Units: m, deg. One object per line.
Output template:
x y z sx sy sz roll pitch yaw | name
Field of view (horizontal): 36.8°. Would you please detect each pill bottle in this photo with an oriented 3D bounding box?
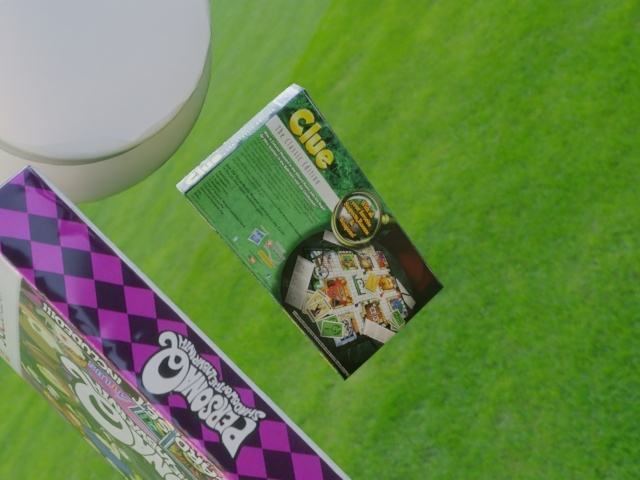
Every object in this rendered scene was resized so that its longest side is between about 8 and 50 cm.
-0.158 -0.104 0.555 0.169 0.169 0.301 -52 17 -11 | pill bottle

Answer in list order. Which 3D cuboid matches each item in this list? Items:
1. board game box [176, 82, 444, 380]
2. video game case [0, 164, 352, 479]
0.000 0.000 0.866 0.136 0.259 0.030 -41 32 -5 | board game box
-0.072 0.093 0.461 0.042 0.232 0.210 -45 -2 -24 | video game case
